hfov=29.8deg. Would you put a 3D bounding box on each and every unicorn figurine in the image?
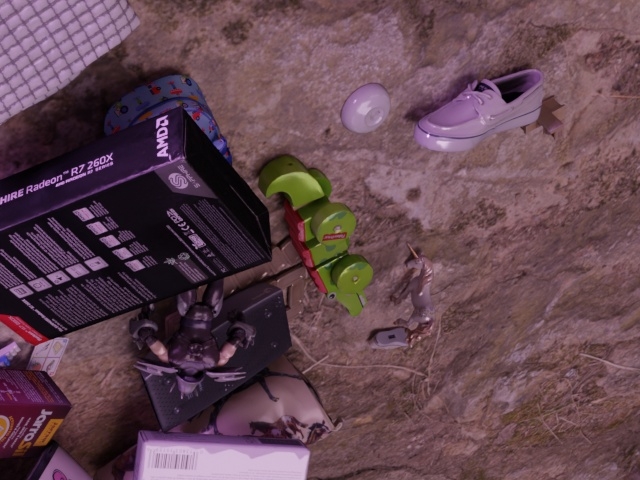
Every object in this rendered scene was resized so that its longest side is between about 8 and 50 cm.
[{"bbox_3d":[0.168,0.097,2.116,0.060,0.162,0.111,-7,159,-42],"label":"unicorn figurine"}]

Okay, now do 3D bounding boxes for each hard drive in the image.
[{"bbox_3d":[-0.165,0.177,1.881,0.254,0.054,0.172,-33,144,-20],"label":"hard drive"}]

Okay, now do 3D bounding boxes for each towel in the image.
[{"bbox_3d":[-0.367,-0.247,1.298,0.283,0.121,0.235,-37,144,-7],"label":"towel"}]

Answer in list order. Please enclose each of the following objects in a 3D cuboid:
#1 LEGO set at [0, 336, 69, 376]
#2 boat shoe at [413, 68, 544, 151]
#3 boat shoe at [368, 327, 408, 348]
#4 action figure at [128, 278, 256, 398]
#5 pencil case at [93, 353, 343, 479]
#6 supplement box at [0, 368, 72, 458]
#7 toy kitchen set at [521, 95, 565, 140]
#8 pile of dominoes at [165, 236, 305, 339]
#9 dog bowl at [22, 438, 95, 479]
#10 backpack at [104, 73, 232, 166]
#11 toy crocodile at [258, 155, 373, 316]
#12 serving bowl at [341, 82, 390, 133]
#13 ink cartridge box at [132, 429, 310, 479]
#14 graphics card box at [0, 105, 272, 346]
[{"bbox_3d":[-0.432,0.161,1.699,0.182,0.060,0.244,4,125,-38],"label":"LEGO set"},{"bbox_3d":[0.250,-0.213,1.889,0.258,0.095,0.084,-25,137,-36],"label":"boat shoe"},{"bbox_3d":[0.130,0.185,2.223,0.100,0.035,0.035,-4,157,-43],"label":"boat shoe"},{"bbox_3d":[-0.176,0.096,1.747,0.185,0.099,0.285,5,102,-25],"label":"action figure"},{"bbox_3d":[-0.165,0.357,2.026,0.410,0.160,0.184,-33,108,-10],"label":"pencil case"},{"bbox_3d":[-0.452,0.239,1.663,0.104,0.081,0.188,-55,149,14],"label":"supplement box"},{"bbox_3d":[0.380,-0.184,2.033,0.083,0.068,0.075,-28,141,-16],"label":"toy kitchen set"},{"bbox_3d":[-0.132,0.093,1.919,0.251,0.040,0.196,-27,141,-30],"label":"pile of dominoes"},{"bbox_3d":[-0.442,0.502,1.752,0.150,0.408,0.408,32,109,-7],"label":"dog bowl"},{"bbox_3d":[-0.196,-0.121,1.568,0.158,0.117,0.173,-25,139,-18],"label":"backpack"},{"bbox_3d":[0.000,0.000,1.859,0.105,0.115,0.341,-29,139,-6],"label":"toy crocodile"},{"bbox_3d":[0.073,-0.192,1.797,0.083,0.027,0.083,-24,139,-22],"label":"serving bowl"},{"bbox_3d":[-0.167,0.432,1.921,0.275,0.060,0.239,6,98,-19],"label":"ink cartridge box"},{"bbox_3d":[-0.273,-0.007,1.502,0.370,0.094,0.233,-19,139,18],"label":"graphics card box"}]
